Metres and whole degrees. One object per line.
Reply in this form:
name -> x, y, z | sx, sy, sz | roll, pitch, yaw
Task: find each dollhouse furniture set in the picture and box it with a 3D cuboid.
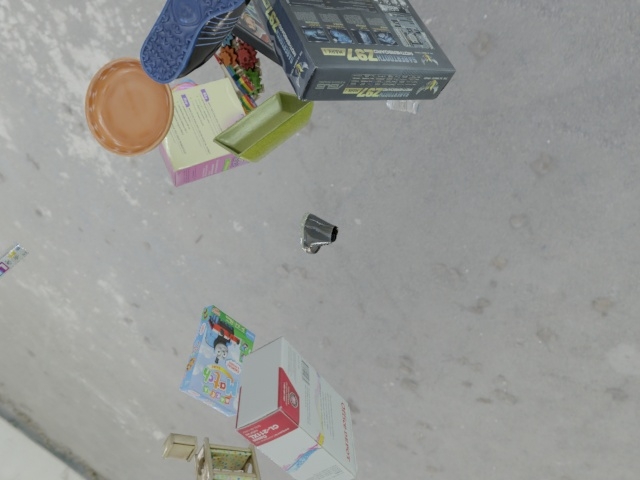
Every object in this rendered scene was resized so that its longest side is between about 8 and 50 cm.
dollhouse furniture set -> -0.236, 0.483, 0.993 | 0.181, 0.101, 0.161 | 20, 112, -28

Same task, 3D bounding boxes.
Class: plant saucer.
plant saucer -> -0.112, -0.227, 1.038 | 0.045, 0.188, 0.188 | 57, 169, -31
plant saucer -> -0.392, -0.274, 1.052 | 0.199, 0.037, 0.200 | 1, 95, 12

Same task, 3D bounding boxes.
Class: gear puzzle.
gear puzzle -> -0.266, -0.540, 1.637 | 0.175, 0.044, 0.339 | 5, 113, 34

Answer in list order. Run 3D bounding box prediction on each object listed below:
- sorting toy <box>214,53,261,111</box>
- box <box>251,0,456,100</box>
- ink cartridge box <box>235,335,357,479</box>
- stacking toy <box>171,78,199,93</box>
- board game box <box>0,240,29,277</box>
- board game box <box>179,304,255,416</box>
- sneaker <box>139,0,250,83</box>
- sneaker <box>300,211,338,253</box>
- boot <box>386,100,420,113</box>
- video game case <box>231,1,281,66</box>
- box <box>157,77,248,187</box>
sorting toy -> -0.228, -0.461, 1.509 | 0.275, 0.046, 0.132 | 59, -171, 30
box -> 0.046, -0.273, 0.683 | 0.184, 0.232, 0.059 | 65, 146, 23
ink cartridge box -> -0.030, 0.240, 0.694 | 0.072, 0.127, 0.175 | -30, 119, 15
stacking toy -> -0.440, -0.457, 1.678 | 0.175, 0.165, 0.302 | 49, 175, -13
board game box -> -0.645, 0.066, 0.990 | 0.103, 0.154, 0.026 | 7, 140, 55
board game box -> -0.238, 0.285, 1.207 | 0.039, 0.212, 0.160 | -20, 133, 31
sneaker -> -0.139, -0.296, 0.633 | 0.232, 0.090, 0.081 | -36, 107, 30
sneaker -> 0.000, 0.000, 1.721 | 0.118, 0.083, 0.222 | 23, 157, 17
boot -> 0.309, -0.557, 1.739 | 0.123, 0.095, 0.258 | 18, 141, 12
video game case -> -0.184, -0.654, 1.488 | 0.274, 0.248, 0.035 | 27, 138, -28
box -> -0.325, -0.295, 1.386 | 0.214, 0.242, 0.117 | 64, 161, 8
